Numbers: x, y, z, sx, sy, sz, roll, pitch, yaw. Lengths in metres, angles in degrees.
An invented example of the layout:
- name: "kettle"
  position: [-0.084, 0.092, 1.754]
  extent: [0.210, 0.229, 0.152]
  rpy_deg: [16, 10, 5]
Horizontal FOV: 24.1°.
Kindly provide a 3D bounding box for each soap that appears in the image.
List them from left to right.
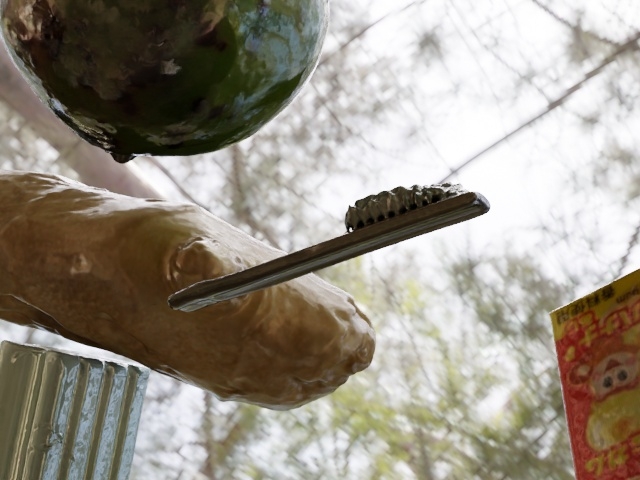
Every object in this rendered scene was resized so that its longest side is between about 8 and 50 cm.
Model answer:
- name: "soap"
  position: [-0.195, 0.179, 1.091]
  extent: [0.067, 0.119, 0.198]
  rpy_deg: [7, -96, 29]

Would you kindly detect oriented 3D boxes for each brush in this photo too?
- name: "brush"
  position: [0.000, 0.000, 0.820]
  extent: [0.190, 0.034, 0.027]
  rpy_deg: [-20, -107, 21]

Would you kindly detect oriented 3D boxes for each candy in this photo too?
- name: "candy"
  position: [0.275, 0.148, 1.198]
  extent: [0.146, 0.088, 0.276]
  rpy_deg: [-28, -141, 26]

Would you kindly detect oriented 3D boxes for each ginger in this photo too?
- name: "ginger"
  position: [-0.131, 0.031, 1.087]
  extent: [0.354, 0.190, 0.126]
  rpy_deg: [14, -104, 15]

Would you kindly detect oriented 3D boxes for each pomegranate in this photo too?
- name: "pomegranate"
  position: [-0.085, -0.163, 0.905]
  extent: [0.202, 0.202, 0.247]
  rpy_deg: [26, -78, 35]
